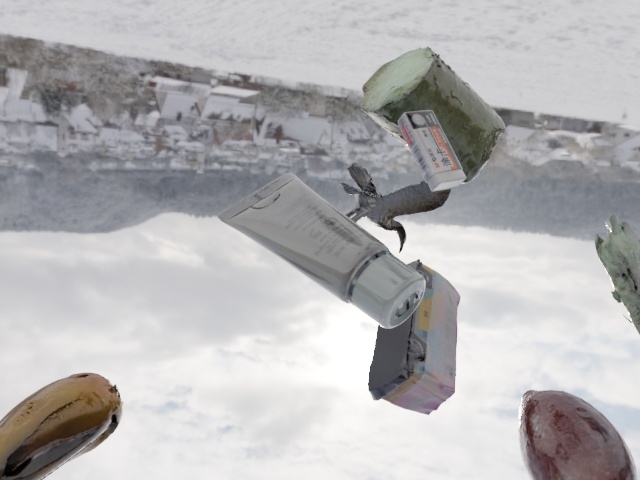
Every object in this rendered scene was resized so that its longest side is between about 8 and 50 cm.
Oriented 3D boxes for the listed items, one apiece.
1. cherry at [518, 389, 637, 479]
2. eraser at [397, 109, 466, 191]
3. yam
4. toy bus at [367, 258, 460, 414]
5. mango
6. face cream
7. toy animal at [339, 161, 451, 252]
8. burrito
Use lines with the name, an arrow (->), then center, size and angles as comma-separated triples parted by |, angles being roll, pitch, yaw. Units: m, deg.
cherry -> 0.509, 0.431, 1.040 | 0.230, 0.203, 0.300 | 34, -154, -42
eraser -> 0.157, -0.130, 0.729 | 0.052, 0.122, 0.029 | -12, 159, -25
yam -> 0.249, -0.262, 1.095 | 0.300, 0.195, 0.195 | 33, 173, -30
toy bus -> 0.247, 0.236, 1.291 | 0.163, 0.171, 0.386 | 31, -137, -13
mango -> -0.453, 0.324, 0.857 | 0.151, 0.155, 0.249 | 23, -136, 30
face cream -> 0.000, 0.000, 0.705 | 0.143, 0.089, 0.314 | -36, -126, -24
toy animal -> 0.111, -0.056, 1.024 | 0.160, 0.197, 0.273 | -17, -155, -25
burrito -> 0.626, 0.082, 1.019 | 0.096, 0.308, 0.066 | 1, 146, -7
